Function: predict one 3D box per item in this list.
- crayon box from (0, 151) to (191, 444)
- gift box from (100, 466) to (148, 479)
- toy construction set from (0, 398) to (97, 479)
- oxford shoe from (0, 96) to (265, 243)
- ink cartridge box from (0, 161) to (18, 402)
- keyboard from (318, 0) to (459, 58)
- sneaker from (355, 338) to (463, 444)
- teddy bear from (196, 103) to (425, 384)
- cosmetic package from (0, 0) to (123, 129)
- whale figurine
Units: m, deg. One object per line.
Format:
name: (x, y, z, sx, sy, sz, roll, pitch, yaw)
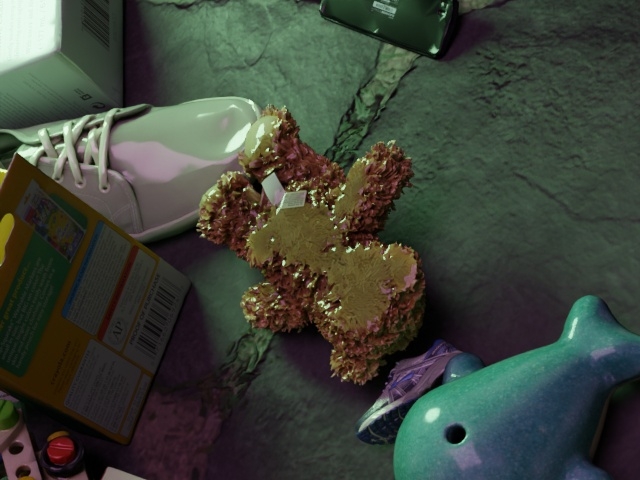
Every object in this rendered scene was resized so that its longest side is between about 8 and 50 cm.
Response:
crayon box: (-0.283, 0.063, 1.620, 0.083, 0.323, 0.203, 9, 70, 33)
gift box: (-0.076, 0.364, 1.398, 0.258, 0.276, 0.255, 8, 72, 48)
toy construction set: (-0.331, 0.309, 1.629, 0.215, 0.151, 0.327, -19, 62, -9)
oxford shoe: (-0.267, -0.084, 1.813, 0.449, 0.130, 0.169, -9, 59, 24)
ink cartridge box: (-0.402, 0.021, 1.704, 0.117, 0.278, 0.201, -16, 33, 23)
keyboard: (0.087, -0.276, 1.775, 0.192, 0.038, 0.100, 27, 104, 36)
sneaker: (0.087, 0.150, 1.540, 0.135, 0.052, 0.058, -37, 43, -1)
teddy bear: (0.000, 0.000, 1.621, 0.338, 0.113, 0.245, 23, 86, 38)
cosmetic package: (-0.447, -0.232, 1.975, 0.385, 0.156, 0.217, -17, 60, 21)
whale figurine: (0.182, 0.162, 1.414, 0.272, 0.141, 0.216, -46, 52, 1)
